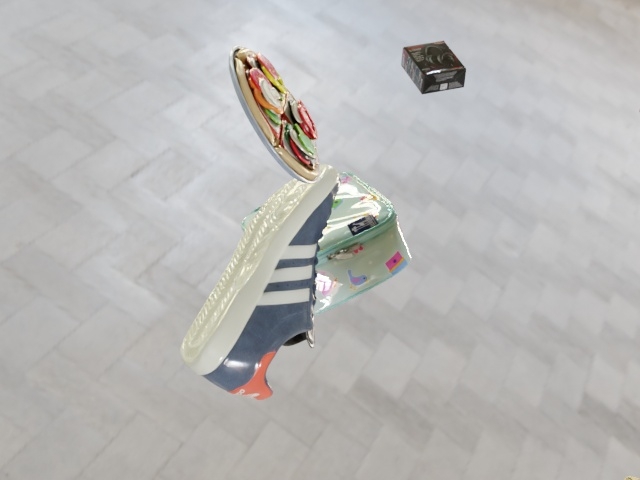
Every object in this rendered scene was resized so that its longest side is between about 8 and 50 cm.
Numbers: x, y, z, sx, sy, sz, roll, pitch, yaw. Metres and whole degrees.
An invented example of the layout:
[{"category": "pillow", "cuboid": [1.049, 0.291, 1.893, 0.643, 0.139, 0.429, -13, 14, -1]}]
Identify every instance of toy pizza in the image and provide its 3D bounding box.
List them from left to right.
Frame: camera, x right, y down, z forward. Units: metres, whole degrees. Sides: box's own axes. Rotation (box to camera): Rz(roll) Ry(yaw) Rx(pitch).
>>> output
[{"category": "toy pizza", "cuboid": [-0.049, -0.165, 1.409, 0.201, 0.032, 0.201, 53, 19, -27]}]

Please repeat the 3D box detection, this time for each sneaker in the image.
[{"category": "sneaker", "cuboid": [-0.047, 0.061, 1.521, 0.148, 0.131, 0.350, 39, 70, -21]}]

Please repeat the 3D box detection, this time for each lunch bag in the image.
[{"category": "lunch bag", "cuboid": [0.000, 0.000, 1.707, 0.224, 0.108, 0.279, -23, 24, -9]}]

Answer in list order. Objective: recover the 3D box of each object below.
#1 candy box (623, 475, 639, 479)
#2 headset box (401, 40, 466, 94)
[{"category": "candy box", "cuboid": [0.307, 0.335, 1.186, 0.109, 0.186, 0.053, 21, 30, -41]}, {"category": "headset box", "cuboid": [0.149, -0.234, 1.476, 0.062, 0.032, 0.083, -11, 44, -15]}]
